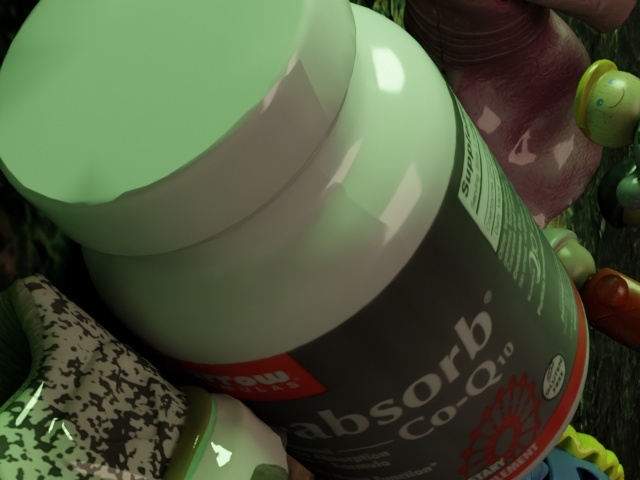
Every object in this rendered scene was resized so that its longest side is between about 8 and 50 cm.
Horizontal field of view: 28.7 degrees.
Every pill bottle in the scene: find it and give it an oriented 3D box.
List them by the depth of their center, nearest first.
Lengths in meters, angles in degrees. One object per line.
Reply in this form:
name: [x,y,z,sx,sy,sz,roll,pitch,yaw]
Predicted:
pill bottle: [0.000,0.000,0.688,0.363,0.210,0.210,47,50,-49]

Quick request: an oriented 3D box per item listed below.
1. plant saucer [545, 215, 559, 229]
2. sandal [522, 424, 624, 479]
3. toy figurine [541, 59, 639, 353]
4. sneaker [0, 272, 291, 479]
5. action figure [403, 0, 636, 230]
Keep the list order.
plant saucer: [0.175,-0.042,1.164,0.198,0.036,0.198,4,85,-60]
sandal: [0.158,0.204,1.062,0.317,0.126,0.138,40,59,-43]
toy figurine: [0.242,-0.040,0.852,0.213,0.148,0.209,-34,143,-40]
sneaker: [-0.178,0.168,0.491,0.182,0.158,0.410,49,43,-15]
action figure: [0.095,-0.170,0.872,0.275,0.248,0.370,-53,155,-10]
